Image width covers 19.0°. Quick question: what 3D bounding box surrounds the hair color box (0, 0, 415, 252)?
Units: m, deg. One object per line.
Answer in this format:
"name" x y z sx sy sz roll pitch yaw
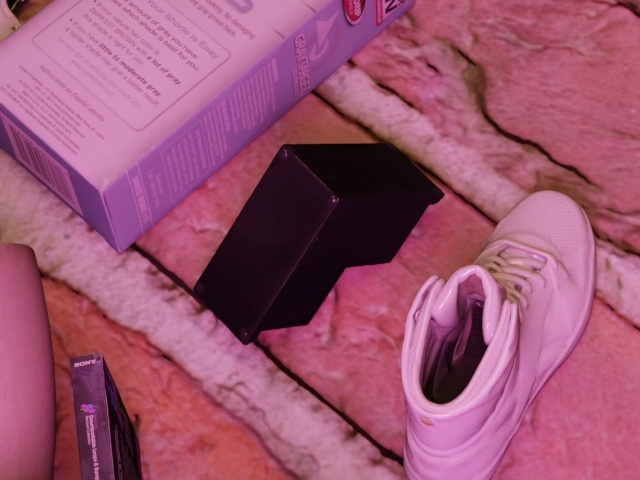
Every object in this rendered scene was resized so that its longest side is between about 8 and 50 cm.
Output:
"hair color box" -0.108 -0.183 1.706 0.374 0.113 0.185 -42 65 -18

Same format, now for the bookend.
"bookend" 0.000 0.000 1.600 0.072 0.156 0.157 45 28 26

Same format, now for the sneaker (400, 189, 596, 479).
"sneaker" 0.148 0.049 1.517 0.108 0.169 0.292 17 61 16

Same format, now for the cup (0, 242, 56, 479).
"cup" -0.331 0.171 1.423 0.331 0.331 0.237 -20 84 -8

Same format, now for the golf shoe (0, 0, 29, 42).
"golf shoe" -0.301 -0.175 1.745 0.086 0.069 0.176 -2 60 -4

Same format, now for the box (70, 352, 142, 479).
"box" -0.160 0.173 1.468 0.029 0.162 0.116 -10 59 -1
